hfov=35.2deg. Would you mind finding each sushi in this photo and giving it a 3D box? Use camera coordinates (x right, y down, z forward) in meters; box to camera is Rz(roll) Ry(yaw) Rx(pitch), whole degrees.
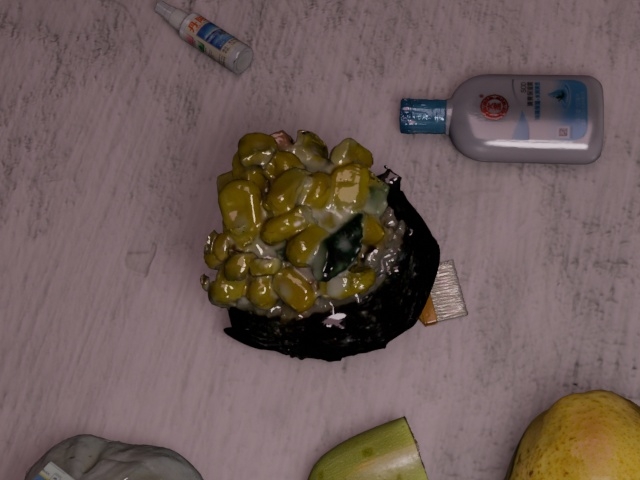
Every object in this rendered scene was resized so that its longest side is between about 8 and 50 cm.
[{"bbox_3d":[0.000,0.000,1.542,0.329,0.285,0.328,18,66,19],"label":"sushi"}]

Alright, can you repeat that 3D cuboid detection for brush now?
[{"bbox_3d":[0.096,0.107,1.639,0.272,0.013,0.103,-14,66,3],"label":"brush"}]

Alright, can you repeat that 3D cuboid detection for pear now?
[{"bbox_3d":[0.378,0.336,1.370,0.271,0.271,0.271,-3,67,7],"label":"pear"}]

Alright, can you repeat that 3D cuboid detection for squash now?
[{"bbox_3d":[0.064,0.342,1.488,0.187,0.123,0.123,-21,66,4],"label":"squash"}]

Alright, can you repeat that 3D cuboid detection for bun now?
[{"bbox_3d":[-0.323,0.449,1.454,0.354,0.194,0.354,-3,65,7],"label":"bun"}]

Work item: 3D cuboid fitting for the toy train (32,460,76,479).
[{"bbox_3d":[-0.288,0.386,1.346,0.234,0.052,0.051,32,61,16],"label":"toy train"}]

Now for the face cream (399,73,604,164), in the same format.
[{"bbox_3d":[0.303,-0.208,1.705,0.337,0.080,0.163,3,68,9],"label":"face cream"}]

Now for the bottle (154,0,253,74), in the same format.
[{"bbox_3d":[-0.223,-0.383,1.868,0.217,0.060,0.060,34,75,20],"label":"bottle"}]
